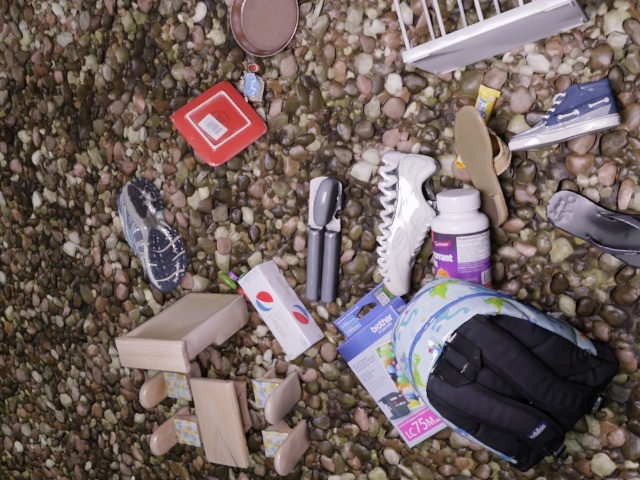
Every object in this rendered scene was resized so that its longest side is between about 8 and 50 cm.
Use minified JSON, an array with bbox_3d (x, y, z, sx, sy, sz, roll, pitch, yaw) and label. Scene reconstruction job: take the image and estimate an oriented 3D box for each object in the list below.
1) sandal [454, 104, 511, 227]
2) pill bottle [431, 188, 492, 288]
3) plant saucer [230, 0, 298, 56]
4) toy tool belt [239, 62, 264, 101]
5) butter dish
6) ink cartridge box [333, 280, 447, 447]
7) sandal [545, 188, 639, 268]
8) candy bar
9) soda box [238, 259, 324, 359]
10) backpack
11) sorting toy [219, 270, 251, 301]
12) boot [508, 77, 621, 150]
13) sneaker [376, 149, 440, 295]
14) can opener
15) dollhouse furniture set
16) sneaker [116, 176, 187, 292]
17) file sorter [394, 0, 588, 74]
[{"bbox_3d":[0.318,-0.148,1.238,0.088,0.079,0.240,18,131,58],"label":"sandal"},{"bbox_3d":[0.265,0.005,1.256,0.108,0.108,0.194,1,105,27],"label":"pill bottle"},{"bbox_3d":[-0.115,-0.476,1.412,0.168,0.029,0.169,6,103,26],"label":"plant saucer"},{"bbox_3d":[-0.150,-0.342,1.442,0.052,0.051,0.084,3,101,26],"label":"toy tool belt"},{"bbox_3d":[-0.222,-0.239,1.470,0.159,0.118,0.160,-38,80,-17],"label":"butter dish"},{"bbox_3d":[0.162,0.257,1.384,0.186,0.065,0.311,-43,77,34],"label":"ink cartridge box"},{"bbox_3d":[0.518,-0.012,1.164,0.254,0.054,0.097,21,109,22],"label":"sandal"},{"bbox_3d":[0.295,-0.210,1.261,0.040,0.018,0.162,23,109,21],"label":"candy bar"},{"bbox_3d":[-0.087,0.153,1.493,0.069,0.074,0.216,-39,81,27],"label":"soda box"},{"bbox_3d":[0.293,0.216,1.163,0.290,0.355,0.273,-56,41,14],"label":"backpack"},{"bbox_3d":[-0.185,0.096,1.542,0.042,0.061,0.102,-46,116,-4],"label":"sorting toy"},{"bbox_3d":[0.421,-0.219,1.174,0.189,0.069,0.086,-13,86,20],"label":"boot"},{"bbox_3d":[0.175,-0.030,1.313,0.118,0.110,0.293,4,102,17],"label":"sneaker"},{"bbox_3d":[0.000,0.000,1.416,0.074,0.093,0.281,10,109,24],"label":"can opener"},{"bbox_3d":[-0.262,0.348,1.489,0.361,0.256,0.395,0,108,27],"label":"dollhouse furniture set"},{"bbox_3d":[-0.419,-0.007,1.632,0.122,0.110,0.283,-20,88,46],"label":"sneaker"},{"bbox_3d":[0.281,-0.418,1.132,0.277,0.192,0.173,-14,90,28],"label":"file sorter"}]
